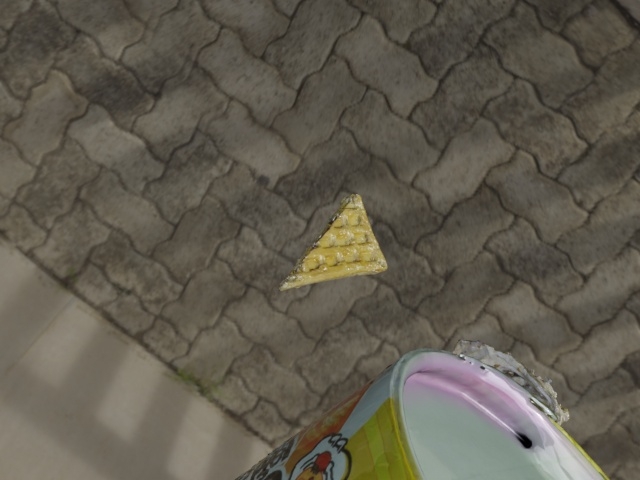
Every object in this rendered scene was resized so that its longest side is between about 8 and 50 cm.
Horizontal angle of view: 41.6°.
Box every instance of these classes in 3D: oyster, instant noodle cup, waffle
[{"bbox_3d":[0.240,0.198,1.106,0.177,0.105,0.056,11,152,23],"label":"oyster"},{"bbox_3d":[0.044,0.193,0.407,0.264,0.264,0.200,39,112,-11],"label":"instant noodle cup"},{"bbox_3d":[0.000,0.000,0.884,0.023,0.152,0.098,-36,70,45],"label":"waffle"}]
